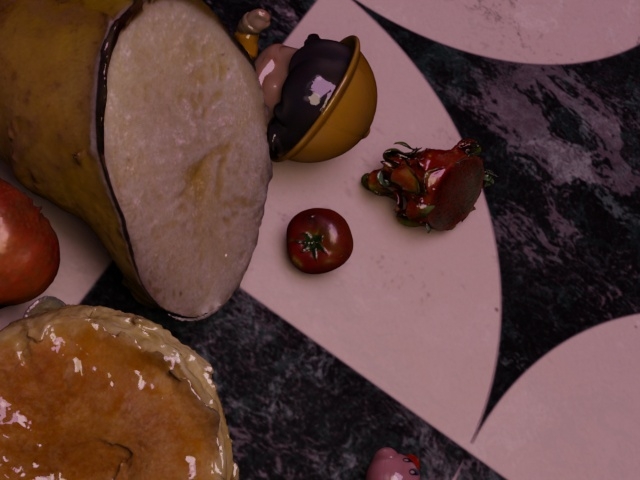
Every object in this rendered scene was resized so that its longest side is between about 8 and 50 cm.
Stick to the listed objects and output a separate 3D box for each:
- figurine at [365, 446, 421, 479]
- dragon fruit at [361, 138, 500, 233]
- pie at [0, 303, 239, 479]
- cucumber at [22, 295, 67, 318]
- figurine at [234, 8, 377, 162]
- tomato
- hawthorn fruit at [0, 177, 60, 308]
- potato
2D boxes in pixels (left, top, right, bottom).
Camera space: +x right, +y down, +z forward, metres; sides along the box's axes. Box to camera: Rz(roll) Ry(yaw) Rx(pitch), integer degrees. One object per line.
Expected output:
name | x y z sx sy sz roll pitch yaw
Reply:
figurine | 0.087 0.289 1.359 0.067 0.071 0.083 -21 62 12
dragon fruit | 0.145 -0.082 1.531 0.175 0.142 0.138 19 94 8
pie | -0.245 0.228 1.149 0.340 0.083 0.339 0 86 5
cucumber | -0.297 0.107 1.250 0.064 0.112 0.064 8 59 -13
figurine | -0.053 -0.195 1.473 0.257 0.167 0.192 17 72 9
tomato | 0.000 0.000 1.450 0.087 0.075 0.087 0 91 16
hawthorn fruit | -0.410 0.058 1.233 0.165 0.165 0.285 40 82 -2
potato | -0.254 -0.127 1.340 0.296 0.397 0.290 9 42 32
